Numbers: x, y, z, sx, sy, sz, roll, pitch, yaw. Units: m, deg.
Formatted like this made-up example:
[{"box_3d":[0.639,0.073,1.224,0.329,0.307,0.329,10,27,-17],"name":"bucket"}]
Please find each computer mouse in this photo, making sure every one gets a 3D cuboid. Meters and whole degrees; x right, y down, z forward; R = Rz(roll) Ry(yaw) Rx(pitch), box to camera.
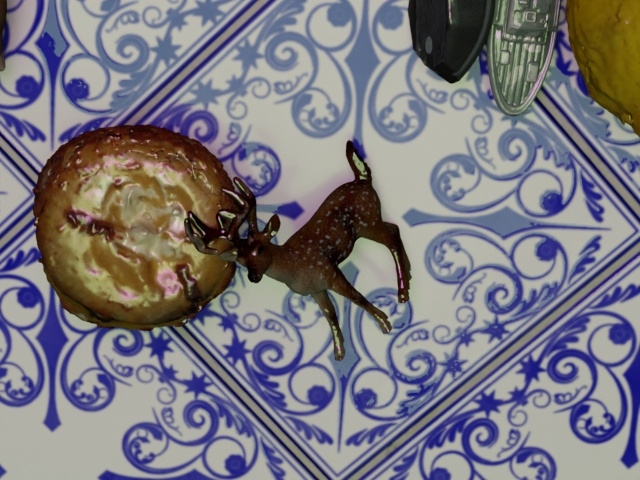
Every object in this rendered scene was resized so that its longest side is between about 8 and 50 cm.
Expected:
[{"box_3d":[0.147,-0.283,1.312,0.071,0.126,0.231,-4,105,-15],"name":"computer mouse"}]

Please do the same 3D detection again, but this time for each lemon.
[{"box_3d":[0.387,-0.249,1.235,0.268,0.268,0.322,30,90,-5],"name":"lemon"}]

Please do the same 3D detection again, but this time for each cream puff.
[{"box_3d":[-0.203,-0.014,1.365,0.240,0.164,0.240,-1,95,-11],"name":"cream puff"}]

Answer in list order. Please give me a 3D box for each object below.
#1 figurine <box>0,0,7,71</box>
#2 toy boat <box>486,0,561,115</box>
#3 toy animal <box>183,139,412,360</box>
[{"box_3d":[-0.427,-0.216,1.314,0.173,0.177,0.247,31,92,13],"name":"figurine"},{"box_3d":[0.224,-0.262,1.322,0.078,0.085,0.261,4,104,-9],"name":"toy boat"},{"box_3d":[-0.014,0.005,1.340,0.087,0.243,0.260,-18,117,43],"name":"toy animal"}]
